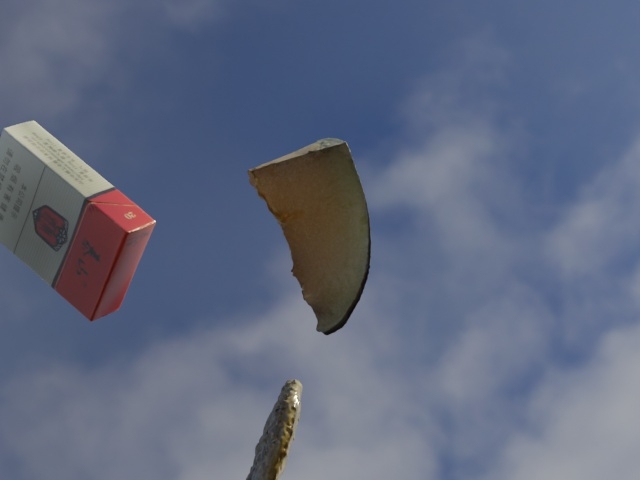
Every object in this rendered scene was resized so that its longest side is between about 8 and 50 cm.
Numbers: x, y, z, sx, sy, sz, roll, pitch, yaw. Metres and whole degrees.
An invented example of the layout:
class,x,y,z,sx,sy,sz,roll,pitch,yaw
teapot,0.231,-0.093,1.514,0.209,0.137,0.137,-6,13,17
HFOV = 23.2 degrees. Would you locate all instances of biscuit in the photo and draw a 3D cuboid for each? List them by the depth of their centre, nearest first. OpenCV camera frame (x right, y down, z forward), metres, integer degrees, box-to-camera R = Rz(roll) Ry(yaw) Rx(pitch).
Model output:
class,x,y,z,sx,sy,sz,roll,pitch,yaw
biscuit,-0.060,0.249,1.655,0.033,0.220,0.220,19,-75,-4

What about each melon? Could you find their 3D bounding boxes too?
class,x,y,z,sx,sy,sz,roll,pitch,yaw
melon,0.006,-0.005,1.533,0.098,0.054,0.182,-26,-78,-13

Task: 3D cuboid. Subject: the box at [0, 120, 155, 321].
class,x,y,z,sx,sy,sz,roll,pitch,yaw
box,-0.220,-0.017,1.327,0.048,0.152,0.100,-24,-33,-50
